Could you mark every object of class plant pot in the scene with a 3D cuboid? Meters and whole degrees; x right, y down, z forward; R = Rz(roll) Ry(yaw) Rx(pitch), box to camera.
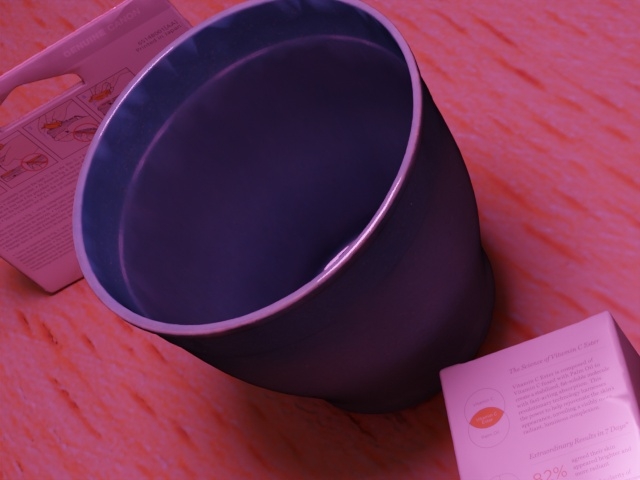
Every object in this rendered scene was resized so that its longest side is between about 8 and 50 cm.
[{"bbox_3d":[0.000,0.000,1.000,0.271,0.255,0.272,-15,55,22],"label":"plant pot"}]

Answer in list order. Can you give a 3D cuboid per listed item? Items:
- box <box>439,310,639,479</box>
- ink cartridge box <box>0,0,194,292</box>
[{"bbox_3d":[0.168,0.156,0.905,0.130,0.091,0.171,-22,52,19],"label":"box"},{"bbox_3d":[-0.198,-0.094,1.179,0.296,0.261,0.066,-28,51,14],"label":"ink cartridge box"}]
